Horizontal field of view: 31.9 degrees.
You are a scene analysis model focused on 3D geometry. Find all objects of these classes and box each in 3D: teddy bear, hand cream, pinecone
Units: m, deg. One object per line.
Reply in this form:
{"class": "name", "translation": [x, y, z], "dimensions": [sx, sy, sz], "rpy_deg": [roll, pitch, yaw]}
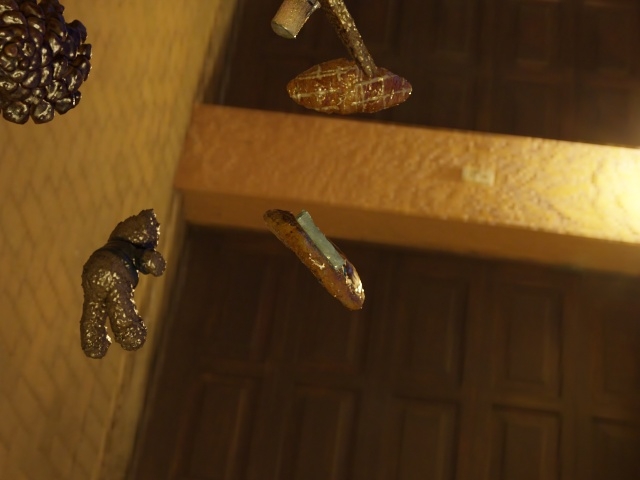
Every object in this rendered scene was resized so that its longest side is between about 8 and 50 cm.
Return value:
{"class": "teddy bear", "translation": [-0.330, 0.061, 1.834], "dimensions": [0.129, 0.182, 0.251], "rpy_deg": [41, 52, -47]}
{"class": "hand cream", "translation": [-0.012, -0.410, 1.772], "dimensions": [0.203, 0.084, 0.084], "rpy_deg": [-57, 175, -4]}
{"class": "pinecone", "translation": [-0.467, -0.286, 1.729], "dimensions": [0.229, 0.202, 0.201], "rpy_deg": [53, 26, -19]}

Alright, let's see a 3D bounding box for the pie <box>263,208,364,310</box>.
{"class": "pie", "translation": [-0.006, 0.033, 2.246], "dimensions": [0.069, 0.273, 0.273], "rpy_deg": [-48, -179, 6]}

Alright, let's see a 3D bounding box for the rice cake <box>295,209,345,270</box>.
{"class": "rice cake", "translation": [0.000, 0.000, 1.773], "dimensions": [0.121, 0.022, 0.021], "rpy_deg": [52, -4, -30]}

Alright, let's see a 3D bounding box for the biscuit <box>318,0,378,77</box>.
{"class": "biscuit", "translation": [0.014, -0.317, 1.495], "dimensions": [0.237, 0.026, 0.131], "rpy_deg": [59, 4, -16]}

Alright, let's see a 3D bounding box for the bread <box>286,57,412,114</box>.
{"class": "bread", "translation": [0.054, -0.283, 2.057], "dimensions": [0.076, 0.233, 0.105], "rpy_deg": [-100, -169, -76]}
